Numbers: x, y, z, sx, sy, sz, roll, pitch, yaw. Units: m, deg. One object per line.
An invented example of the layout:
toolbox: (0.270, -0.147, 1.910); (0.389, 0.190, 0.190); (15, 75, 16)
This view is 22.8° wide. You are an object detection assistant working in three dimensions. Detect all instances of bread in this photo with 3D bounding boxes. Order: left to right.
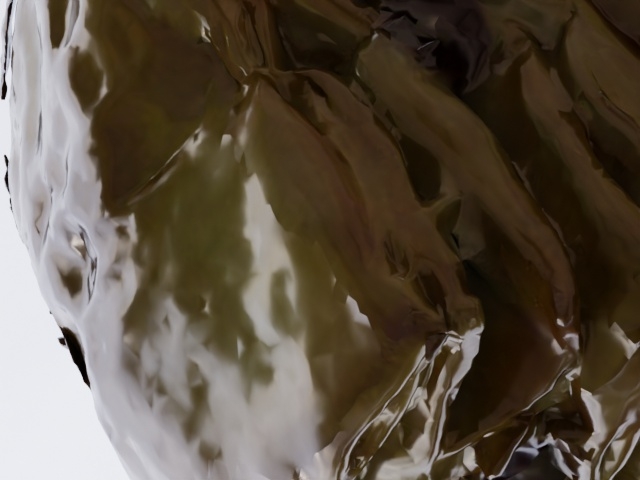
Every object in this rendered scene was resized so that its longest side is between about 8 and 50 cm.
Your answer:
bread: (0.000, 0.000, 0.524); (0.167, 0.277, 0.324); (-23, -123, -35)
